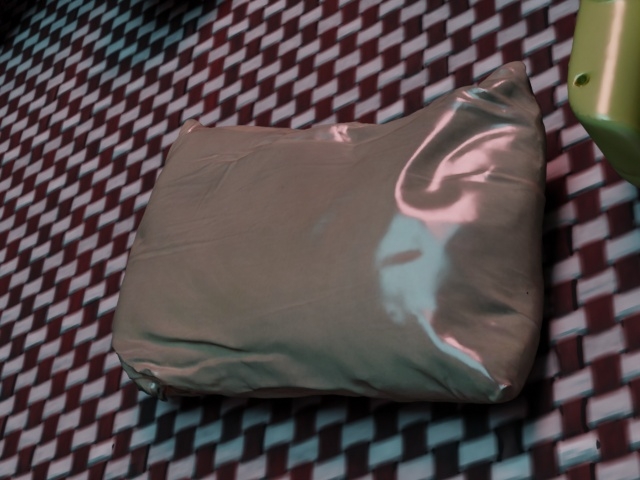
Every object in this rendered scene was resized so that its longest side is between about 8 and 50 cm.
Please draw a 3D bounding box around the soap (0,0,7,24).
[{"bbox_3d":[-0.389,-0.190,1.135,0.289,0.182,0.112,-43,37,13],"label":"soap"}]

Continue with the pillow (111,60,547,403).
[{"bbox_3d":[0.000,0.000,0.664,0.270,0.067,0.173,-6,58,42],"label":"pillow"}]

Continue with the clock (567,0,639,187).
[{"bbox_3d":[0.219,-0.114,0.547,0.232,0.069,0.170,-12,49,38],"label":"clock"}]
